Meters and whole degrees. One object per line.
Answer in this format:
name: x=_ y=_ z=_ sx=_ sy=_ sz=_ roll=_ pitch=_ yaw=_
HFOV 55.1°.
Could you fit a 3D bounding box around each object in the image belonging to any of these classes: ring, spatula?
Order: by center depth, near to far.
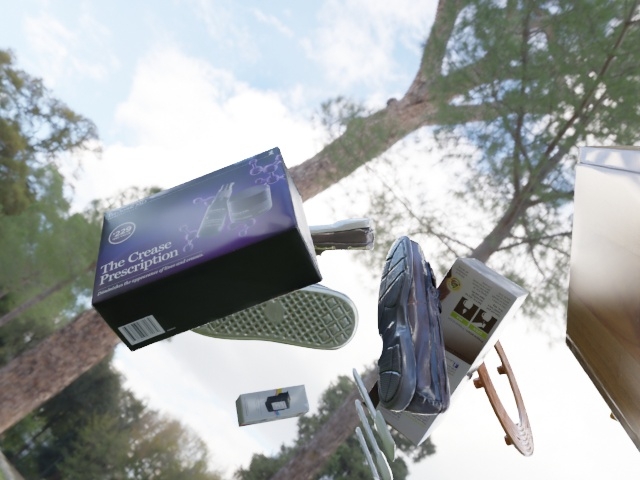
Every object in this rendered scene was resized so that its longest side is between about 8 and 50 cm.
spatula: x=0.080 y=0.321 z=0.973 sx=0.242 sy=0.019 sz=0.168 roll=-124 pitch=-153 yaw=-70
ring: x=0.356 y=0.277 z=1.264 sx=0.032 sy=0.337 sz=0.337 roll=-26 pitch=-73 yaw=21

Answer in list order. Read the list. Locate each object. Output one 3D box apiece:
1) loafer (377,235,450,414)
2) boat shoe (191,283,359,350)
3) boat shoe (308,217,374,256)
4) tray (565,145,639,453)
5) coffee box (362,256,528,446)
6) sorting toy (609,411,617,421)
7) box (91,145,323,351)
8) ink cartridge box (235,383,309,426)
loafer: x=0.146 y=0.129 z=0.952 sx=0.095 sy=0.303 sz=0.109 roll=19 pitch=-42 yaw=-14
boat shoe: x=-0.160 y=0.137 z=1.396 sx=0.499 sy=0.187 sz=0.156 roll=12 pitch=-2 yaw=2
boat shoe: x=0.000 y=0.000 z=1.817 sx=0.116 sy=0.324 sz=0.097 roll=-120 pitch=-158 yaw=-79
tray: x=0.246 y=0.042 z=0.410 sx=0.076 sy=0.411 sz=0.203 roll=2 pitch=-80 yaw=10
coffee box: x=0.218 y=0.183 z=1.055 sx=0.118 sy=0.297 sz=0.168 roll=35 pitch=11 yaw=21
sorting toy: x=0.568 y=0.155 z=0.977 sx=0.196 sy=0.047 sz=0.348 roll=35 pitch=-63 yaw=15
box: x=-0.147 y=0.005 z=0.795 sx=0.184 sy=0.261 sz=0.103 roll=-106 pitch=174 yaw=-52
ink cartridge box: x=-0.129 y=0.436 z=1.621 sx=0.127 sy=0.175 sz=0.073 roll=121 pitch=-39 yaw=-63
